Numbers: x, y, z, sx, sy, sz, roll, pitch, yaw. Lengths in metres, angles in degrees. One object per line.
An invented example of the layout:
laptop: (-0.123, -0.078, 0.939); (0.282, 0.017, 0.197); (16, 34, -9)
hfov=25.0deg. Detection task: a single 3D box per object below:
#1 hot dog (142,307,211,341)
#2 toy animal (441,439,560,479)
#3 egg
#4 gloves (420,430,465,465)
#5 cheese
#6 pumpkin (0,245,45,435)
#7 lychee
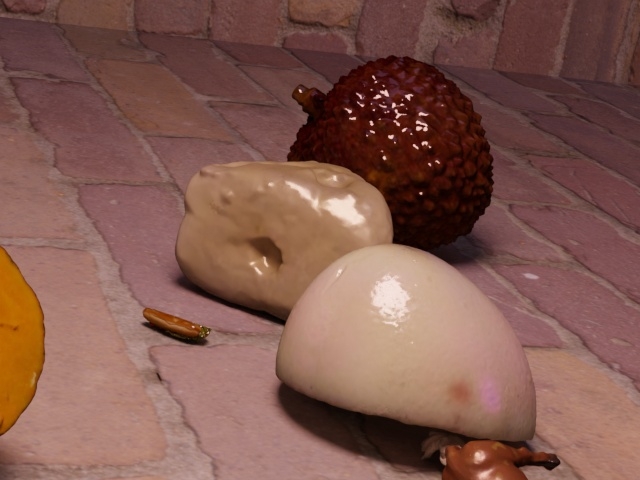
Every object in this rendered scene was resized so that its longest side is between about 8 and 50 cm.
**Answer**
hot dog: (-0.155, 0.092, 1.552); (0.083, 0.021, 0.037); (18, -2, 31)
toy animal: (0.172, 0.247, 1.189); (0.224, 0.066, 0.229); (43, 22, 27)
egg: (0.084, 0.088, 1.414); (0.271, 0.162, 0.206); (14, 2, 24)
gloves: (0.123, 0.201, 1.352); (0.081, 0.037, 0.044); (23, -15, 50)
cheese: (0.001, -0.002, 1.696); (0.247, 0.174, 0.251); (21, 15, 36)
pumpkin: (-0.353, 0.115, 1.100); (0.139, 0.222, 0.317); (-12, 4, 30)
lychee: (0.089, -0.113, 1.932); (0.304, 0.276, 0.276); (33, 18, -1)
